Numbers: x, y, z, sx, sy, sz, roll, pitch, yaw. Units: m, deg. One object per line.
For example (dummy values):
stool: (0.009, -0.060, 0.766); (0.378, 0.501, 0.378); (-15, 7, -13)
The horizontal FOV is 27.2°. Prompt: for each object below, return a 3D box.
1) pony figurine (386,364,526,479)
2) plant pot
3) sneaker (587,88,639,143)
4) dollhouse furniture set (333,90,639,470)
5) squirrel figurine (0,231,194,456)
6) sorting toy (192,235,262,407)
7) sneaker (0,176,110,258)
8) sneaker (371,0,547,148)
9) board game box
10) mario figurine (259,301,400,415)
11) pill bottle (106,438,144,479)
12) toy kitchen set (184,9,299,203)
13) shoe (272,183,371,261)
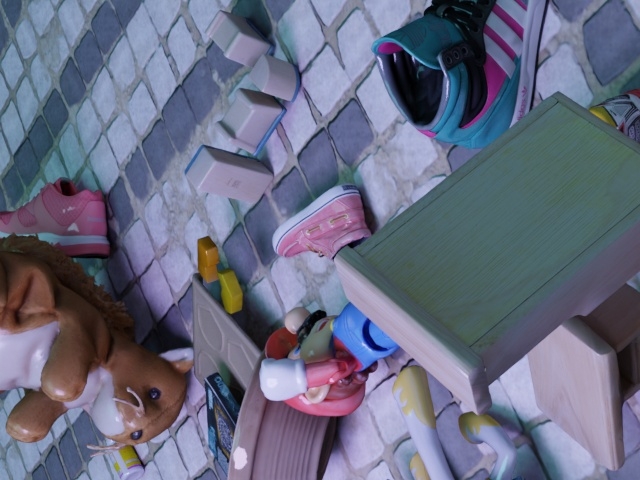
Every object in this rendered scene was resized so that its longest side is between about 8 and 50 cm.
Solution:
pony figurine: (0.149, 0.379, 1.527); (0.351, 0.303, 0.363); (-66, 33, 24)
plant pot: (-0.041, 0.262, 1.800); (0.110, 0.237, 0.237); (11, 111, 9)
sneaker: (0.262, -0.071, 1.393); (0.088, 0.093, 0.225); (55, 137, 27)
dollhouse furniture set: (0.202, 0.103, 1.234); (0.362, 0.256, 0.394); (42, 162, 37)
squirrel figurine: (-0.387, 0.162, 2.122); (0.397, 0.371, 0.281); (-95, 29, -63)
sorting toy: (-0.127, 0.150, 1.938); (0.229, 0.041, 0.307); (49, 148, 39)
sneaker: (-0.471, -0.047, 2.354); (0.314, 0.116, 0.136); (8, 94, 44)
sneaker: (0.143, -0.241, 1.441); (0.124, 0.178, 0.295); (17, 110, 50)
board game box: (-0.131, 0.297, 1.969); (0.126, 0.026, 0.186); (53, 155, 34)
mario figurine: (0.031, 0.098, 1.613); (0.320, 0.198, 0.170); (-38, 55, 42)
pill bottle: (-0.343, 0.379, 2.307); (0.083, 0.043, 0.043); (56, 136, 29)
toy kitchen set: (-0.118, -0.189, 1.872); (0.207, 0.122, 0.166); (-54, 53, 18)
shoe: (0.000, 0.000, 1.768); (0.178, 0.064, 0.081); (-39, 62, 44)
